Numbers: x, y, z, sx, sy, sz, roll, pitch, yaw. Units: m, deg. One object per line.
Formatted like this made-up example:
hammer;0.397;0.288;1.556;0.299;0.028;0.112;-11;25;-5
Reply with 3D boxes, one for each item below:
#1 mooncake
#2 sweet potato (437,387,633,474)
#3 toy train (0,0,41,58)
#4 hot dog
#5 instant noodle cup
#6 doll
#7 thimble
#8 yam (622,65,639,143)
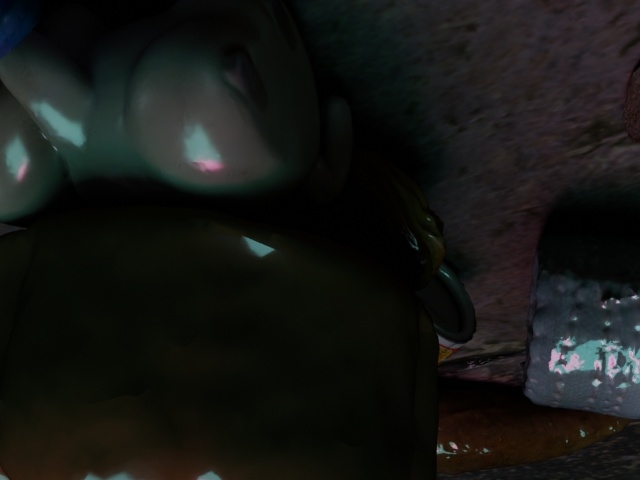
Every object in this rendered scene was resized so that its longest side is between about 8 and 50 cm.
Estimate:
mooncake;-0.115;0.163;0.818;0.467;0.262;0.467;9;156;4
sweet potato;0.264;0.275;1.301;0.423;0.130;0.130;-3;143;3
toy train;-0.293;-0.236;0.582;0.300;0.265;0.188;-2;141;20
hot dog;0.000;0.000;0.934;0.272;0.122;0.196;-18;114;24
instant noodle cup;0.070;0.114;1.078;0.193;0.193;0.212;31;128;-28
doll;-0.167;-0.113;0.770;0.371;0.215;0.226;3;144;9
thimble;0.298;0.088;0.962;0.143;0.198;0.235;6;162;10
yam;0.345;-0.117;0.784;0.127;0.084;0.084;4;144;1
